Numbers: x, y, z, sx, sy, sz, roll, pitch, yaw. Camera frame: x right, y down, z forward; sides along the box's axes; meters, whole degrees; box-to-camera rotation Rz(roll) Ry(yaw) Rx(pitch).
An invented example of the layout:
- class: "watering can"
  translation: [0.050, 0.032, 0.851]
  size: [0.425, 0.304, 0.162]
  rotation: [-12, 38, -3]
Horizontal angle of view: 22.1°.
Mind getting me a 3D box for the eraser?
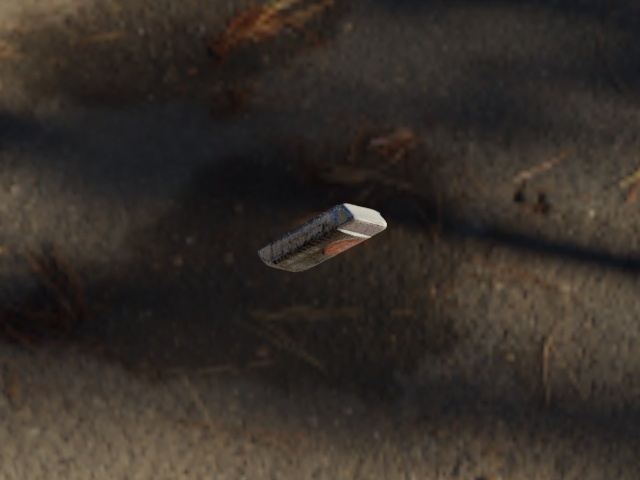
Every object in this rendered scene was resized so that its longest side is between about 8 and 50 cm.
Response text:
- class: "eraser"
  translation: [0.000, 0.000, 0.940]
  size: [0.027, 0.099, 0.019]
  rotation: [12, 65, -34]
